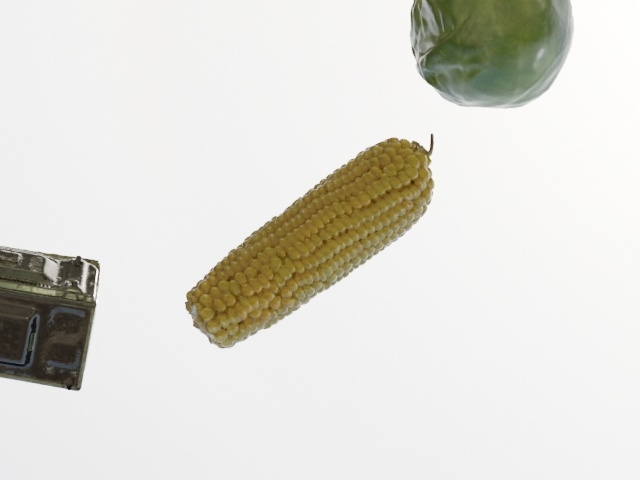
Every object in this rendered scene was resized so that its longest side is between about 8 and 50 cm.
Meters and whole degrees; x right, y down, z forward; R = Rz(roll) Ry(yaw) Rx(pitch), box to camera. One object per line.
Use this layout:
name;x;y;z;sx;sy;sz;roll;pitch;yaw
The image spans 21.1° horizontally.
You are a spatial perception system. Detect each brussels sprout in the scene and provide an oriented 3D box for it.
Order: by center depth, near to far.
brussels sprout;0.214;-0.271;2.170;0.244;0.244;0.244;-11;-139;10

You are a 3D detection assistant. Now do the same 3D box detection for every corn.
corn;0.000;0.000;1.753;0.310;0.101;0.101;-39;-137;-9

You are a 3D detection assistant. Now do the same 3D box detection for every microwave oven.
microwave oven;-0.365;0.077;2.008;0.205;0.129;0.163;10;-164;-9
